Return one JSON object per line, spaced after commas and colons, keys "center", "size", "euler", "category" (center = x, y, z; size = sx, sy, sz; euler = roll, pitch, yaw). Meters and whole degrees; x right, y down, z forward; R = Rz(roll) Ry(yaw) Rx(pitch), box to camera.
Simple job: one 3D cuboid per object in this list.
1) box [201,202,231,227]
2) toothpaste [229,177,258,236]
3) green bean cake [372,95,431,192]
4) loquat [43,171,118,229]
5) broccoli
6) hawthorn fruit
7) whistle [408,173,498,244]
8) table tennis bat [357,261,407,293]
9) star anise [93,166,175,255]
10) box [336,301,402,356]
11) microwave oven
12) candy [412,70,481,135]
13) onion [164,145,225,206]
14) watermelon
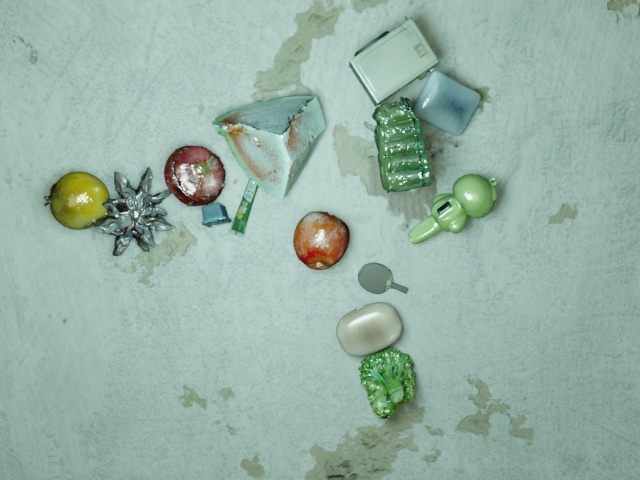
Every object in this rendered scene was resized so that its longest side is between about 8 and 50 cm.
{"center": [-0.310, -0.076, 1.778], "size": [0.074, 0.099, 0.054], "euler": [-12, 84, 4], "category": "box"}
{"center": [-0.222, -0.111, 1.801], "size": [0.049, 0.031, 0.204], "euler": [20, 101, -1], "category": "toothpaste"}
{"center": [0.216, -0.260, 1.660], "size": [0.132, 0.241, 0.255], "euler": [-12, 99, 8], "category": "green bean cake"}
{"center": [-0.692, -0.112, 1.754], "size": [0.204, 0.149, 0.172], "euler": [16, 99, -18], "category": "loquat"}
{"center": [0.205, 0.435, 1.801], "size": [0.194, 0.194, 0.220], "euler": [11, 96, 0], "category": "broccoli"}
{"center": [0.000, 0.000, 1.748], "size": [0.172, 0.173, 0.173], "euler": [0, 99, 1], "category": "hawthorn fruit"}
{"center": [0.396, -0.084, 1.761], "size": [0.141, 0.141, 0.294], "euler": [43, 117, -6], "category": "whistle"}
{"center": [0.191, 0.125, 1.839], "size": [0.158, 0.014, 0.095], "euler": [22, 98, -1], "category": "table tennis bat"}
{"center": [-0.539, -0.077, 1.755], "size": [0.212, 0.129, 0.283], "euler": [24, 89, -33], "category": "star anise"}
{"center": [0.147, 0.269, 1.825], "size": [0.200, 0.088, 0.146], "euler": [-22, 97, 6], "category": "box"}
{"center": [0.201, -0.493, 1.679], "size": [0.205, 0.129, 0.163], "euler": [-33, 95, 6], "category": "microwave oven"}
{"center": [0.357, -0.387, 1.705], "size": [0.174, 0.071, 0.138], "euler": [20, 108, -23], "category": "candy"}
{"center": [-0.371, -0.187, 1.747], "size": [0.184, 0.147, 0.184], "euler": [-1, 92, -33], "category": "onion"}
{"center": [-0.135, -0.256, 1.683], "size": [0.319, 0.214, 0.290], "euler": [-4, 101, -10], "category": "watermelon"}
